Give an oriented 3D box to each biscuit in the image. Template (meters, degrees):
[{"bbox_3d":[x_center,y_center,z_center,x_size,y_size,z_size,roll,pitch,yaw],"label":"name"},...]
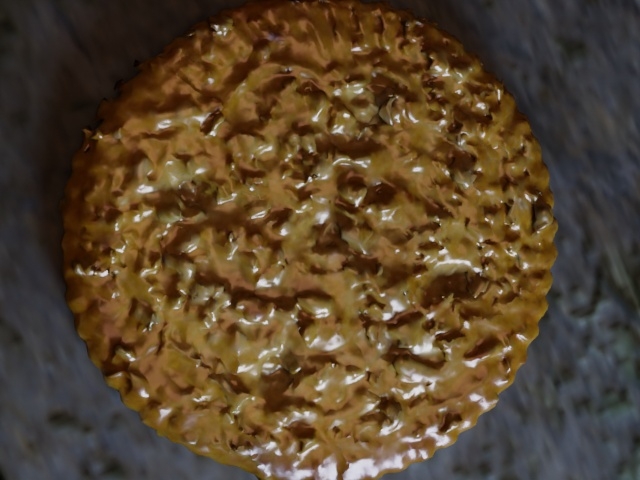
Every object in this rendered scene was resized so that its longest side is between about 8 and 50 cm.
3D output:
[{"bbox_3d":[0.000,0.000,0.632,0.254,0.035,0.254,0,90,-11],"label":"biscuit"}]
